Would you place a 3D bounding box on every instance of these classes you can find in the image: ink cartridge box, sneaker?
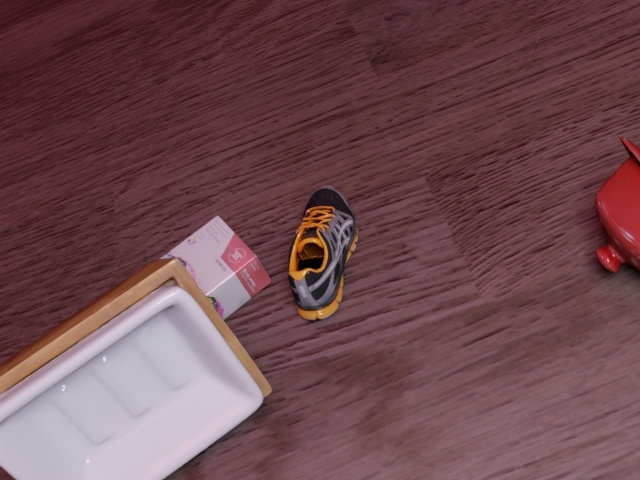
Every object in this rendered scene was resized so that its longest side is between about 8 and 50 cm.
[{"bbox_3d":[-0.184,0.070,0.990,0.198,0.067,0.115,-39,49,-11],"label":"ink cartridge box"},{"bbox_3d":[0.000,0.000,0.964,0.084,0.083,0.215,-9,48,17],"label":"sneaker"}]

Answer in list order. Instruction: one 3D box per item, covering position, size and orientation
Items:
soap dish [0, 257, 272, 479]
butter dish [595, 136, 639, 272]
[{"bbox_3d":[-0.234,0.176,0.830,0.291,0.229,0.118,-35,31,-7],"label":"soap dish"},{"bbox_3d":[0.368,-0.008,0.798,0.118,0.160,0.160,-39,44,20],"label":"butter dish"}]
